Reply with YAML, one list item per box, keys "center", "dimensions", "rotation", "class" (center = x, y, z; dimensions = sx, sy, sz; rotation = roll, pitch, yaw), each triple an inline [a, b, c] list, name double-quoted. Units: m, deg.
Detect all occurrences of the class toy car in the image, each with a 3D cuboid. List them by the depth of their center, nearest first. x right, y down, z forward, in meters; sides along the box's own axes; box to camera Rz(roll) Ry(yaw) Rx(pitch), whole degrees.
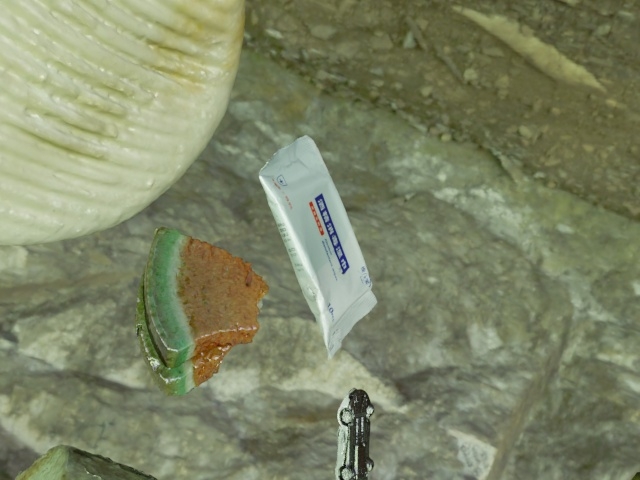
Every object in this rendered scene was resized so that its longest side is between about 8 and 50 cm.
- center: [0.031, 0.186, 0.607]
  dimensions: [0.025, 0.093, 0.041]
  rotation: [-4, 171, 35]
  class: "toy car"

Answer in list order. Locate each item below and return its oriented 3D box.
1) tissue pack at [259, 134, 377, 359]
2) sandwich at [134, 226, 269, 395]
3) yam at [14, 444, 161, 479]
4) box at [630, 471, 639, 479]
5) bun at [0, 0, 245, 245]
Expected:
- center: [0.000, 0.000, 0.616]
  dimensions: [0.026, 0.193, 0.122]
  rotation: [-14, -166, 29]
  class: "tissue pack"
- center: [-0.196, 0.102, 1.025]
  dimensions: [0.212, 0.292, 0.109]
  rotation: [14, 140, -4]
  class: "sandwich"
- center: [-0.135, 0.271, 0.499]
  dimensions: [0.268, 0.161, 0.161]
  rotation: [32, 177, -22]
  class: "yam"
- center: [0.269, 0.432, 0.508]
  dimensions: [0.373, 0.420, 0.138]
  rotation: [34, -174, -27]
  class: "box"
- center: [-0.243, -0.180, 0.555]
  dimensions: [0.219, 0.365, 0.365]
  rotation: [38, -169, 32]
  class: "bun"
